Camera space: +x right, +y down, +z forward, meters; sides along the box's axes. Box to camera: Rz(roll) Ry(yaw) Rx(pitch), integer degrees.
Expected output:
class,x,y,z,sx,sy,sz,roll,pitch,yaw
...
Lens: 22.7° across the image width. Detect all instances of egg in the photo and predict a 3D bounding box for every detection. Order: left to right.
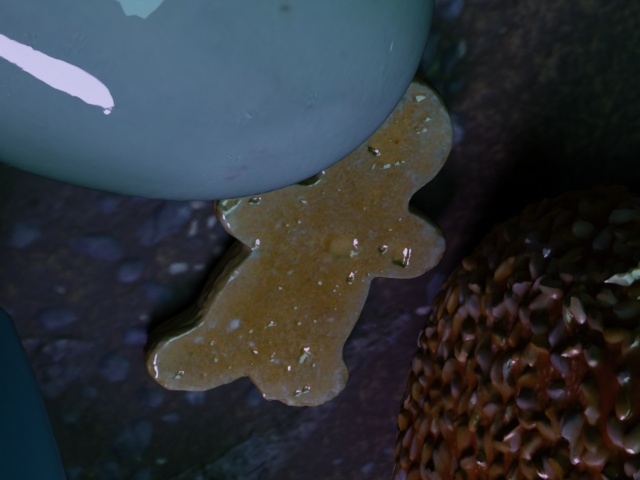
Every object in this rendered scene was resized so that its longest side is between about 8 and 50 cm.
class,x,y,z,sx,sy,sz,roll,pitch,yaw
egg,-0.113,-0.150,0.652,0.371,0.230,0.230,29,109,-30

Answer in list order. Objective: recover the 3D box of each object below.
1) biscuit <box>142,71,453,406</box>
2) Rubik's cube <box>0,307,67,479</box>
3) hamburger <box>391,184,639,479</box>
class,x,y,z,sx,sy,sz,roll,pitch,yaw
biscuit,0.000,0.000,0.936,0.153,0.030,0.234,12,117,-31
Rubik's cube,-0.322,0.215,0.745,0.352,0.351,0.347,11,118,-27
hamburger,0.192,0.133,0.928,0.250,0.330,0.330,-1,124,-29
